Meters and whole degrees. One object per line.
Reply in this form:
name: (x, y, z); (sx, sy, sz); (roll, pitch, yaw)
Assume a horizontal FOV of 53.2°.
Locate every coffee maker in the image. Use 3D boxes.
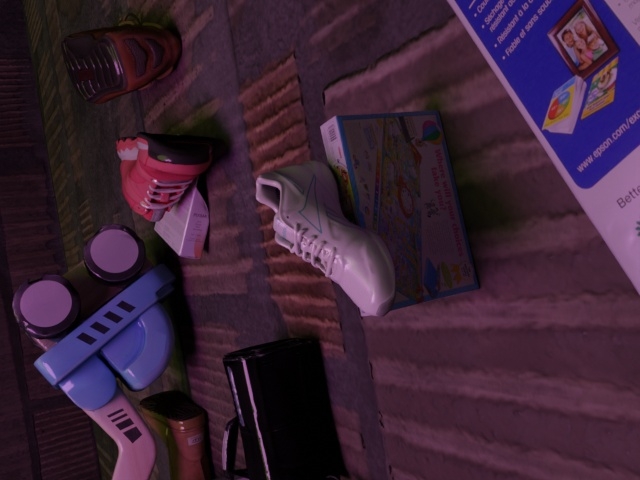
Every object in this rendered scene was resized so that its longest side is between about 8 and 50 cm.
coffee maker: (-0.038, 0.211, 0.772); (0.171, 0.120, 0.178); (-14, 87, 37)

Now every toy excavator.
toy excavator: (-0.373, 0.262, 1.146); (0.445, 0.433, 0.222); (47, 154, 0)

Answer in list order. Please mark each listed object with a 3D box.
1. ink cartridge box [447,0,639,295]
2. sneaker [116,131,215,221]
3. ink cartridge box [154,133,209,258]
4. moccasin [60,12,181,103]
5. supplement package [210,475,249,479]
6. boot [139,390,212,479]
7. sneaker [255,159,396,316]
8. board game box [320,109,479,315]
ink cartridge box: (0.155, -0.168, 0.356); (0.371, 0.069, 0.176); (64, 147, 22)
sneaker: (-0.242, -0.095, 1.001); (0.314, 0.116, 0.136); (11, 100, 62)
ink cartridge box: (-0.224, -0.077, 1.081); (0.145, 0.045, 0.179); (33, 107, 53)
moccasin: (-0.365, -0.333, 1.154); (0.380, 0.147, 0.139); (7, 118, 55)
supplement package: (-0.157, 0.486, 1.003); (0.262, 0.145, 0.204); (-40, 64, 56)
boot: (-0.280, 0.453, 1.264); (0.236, 0.089, 0.270); (6, 104, 60)
sneaker: (0.000, 0.000, 0.467); (0.152, 0.061, 0.054); (54, 139, 36)
board game box: (0.065, -0.025, 0.513); (0.026, 0.103, 0.154); (-20, 80, 60)
